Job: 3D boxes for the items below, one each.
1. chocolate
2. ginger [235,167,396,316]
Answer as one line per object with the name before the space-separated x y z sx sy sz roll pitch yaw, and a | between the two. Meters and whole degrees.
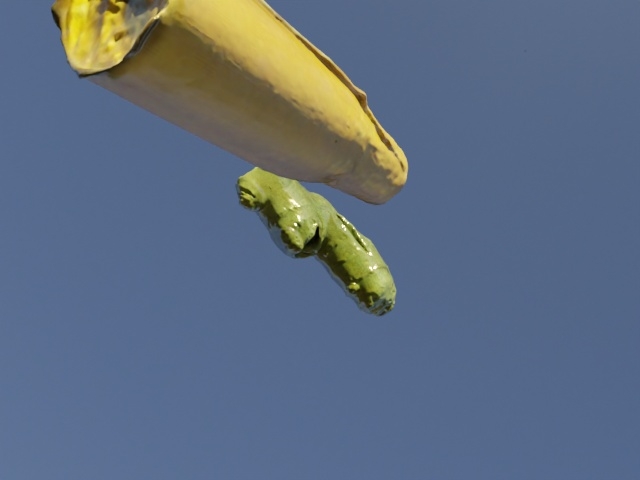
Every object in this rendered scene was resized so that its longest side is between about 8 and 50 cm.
chocolate | -0.059 -0.155 0.990 0.162 0.445 0.162 -15 -117 33
ginger | -0.004 -0.003 1.340 0.290 0.137 0.089 41 -76 -19
